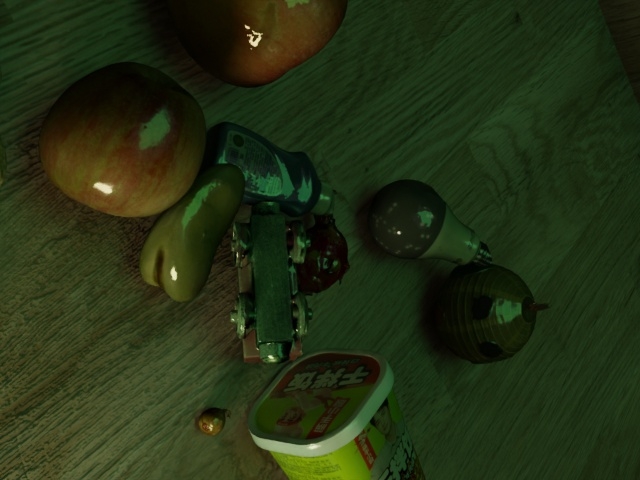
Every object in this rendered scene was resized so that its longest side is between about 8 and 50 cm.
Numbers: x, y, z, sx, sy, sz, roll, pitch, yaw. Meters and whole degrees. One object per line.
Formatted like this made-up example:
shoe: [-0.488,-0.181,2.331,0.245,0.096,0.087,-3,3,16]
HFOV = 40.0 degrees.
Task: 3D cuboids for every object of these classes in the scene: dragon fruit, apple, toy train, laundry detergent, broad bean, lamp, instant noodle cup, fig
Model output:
dragon fruit: [0.000,0.000,1.827,0.125,0.125,0.245,25,59,-36]
apple: [-0.318,-0.166,1.434,0.257,0.257,0.233,12,116,-43]
toy train: [-0.098,0.086,1.652,0.150,0.221,0.304,-1,75,-8]
apple: [-0.125,-0.473,1.640,0.305,0.339,0.338,51,52,-26]
laundry detergent: [-0.097,-0.124,1.738,0.290,0.094,0.143,20,69,-30]
broad bean: [-0.226,-0.027,1.561,0.263,0.121,0.189,-64,165,-12]
lamp: [0.257,-0.018,1.982,0.314,0.182,0.181,26,60,-1]
instant noodle cup: [0.054,0.409,1.720,0.294,0.294,0.307,-48,122,-38]
fig: [-0.192,0.331,1.633,0.083,0.050,0.050,-16,94,-62]
lamp: [0.413,0.173,2.085,0.250,0.284,0.250,12,74,-48]

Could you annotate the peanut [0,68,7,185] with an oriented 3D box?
peanut: [-0.540,-0.169,1.330,0.136,0.120,0.298,20,66,-66]
